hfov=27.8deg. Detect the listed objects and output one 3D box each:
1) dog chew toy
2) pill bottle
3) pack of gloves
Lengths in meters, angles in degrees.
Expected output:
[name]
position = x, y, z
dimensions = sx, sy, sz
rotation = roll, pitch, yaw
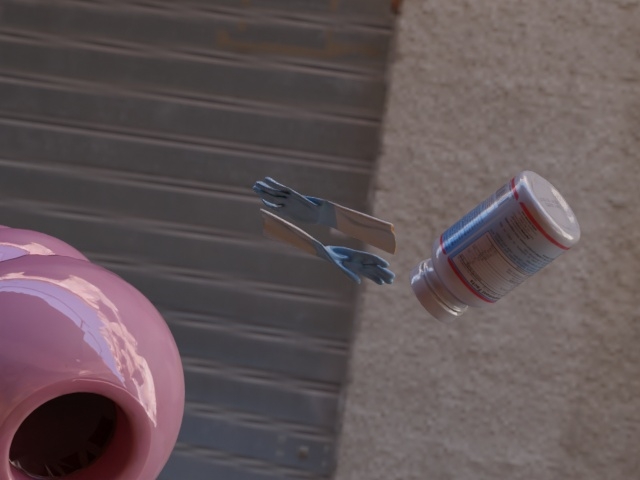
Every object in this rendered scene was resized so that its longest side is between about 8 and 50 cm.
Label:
[dog chew toy]
position = -0.235, 0.083, 0.995
dimensions = 0.207, 0.206, 0.332
rotation = 6, 17, -29
[pill bottle]
position = 0.167, 0.010, 1.262
dimensions = 0.160, 0.087, 0.087
rotation = -39, -21, 26
[pack of gloves]
position = 0.000, 0.000, 1.895
dimensions = 0.232, 0.046, 0.195
rotation = 22, -23, 18
